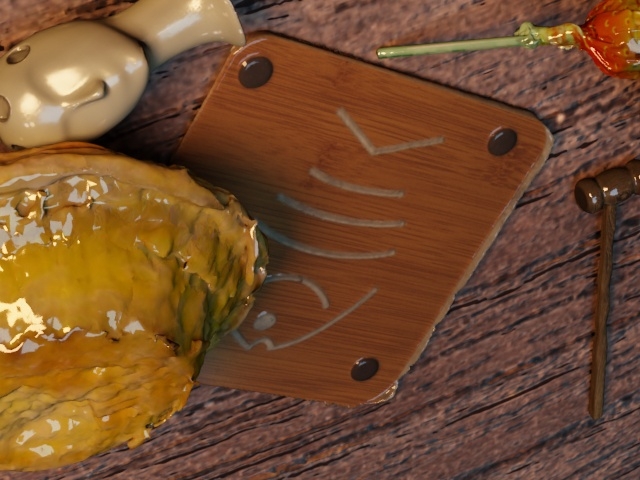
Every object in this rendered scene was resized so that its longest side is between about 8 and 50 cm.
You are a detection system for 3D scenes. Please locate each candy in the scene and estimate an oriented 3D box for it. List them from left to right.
[{"bbox_3d":[0.137,-0.131,1.002,0.201,0.060,0.060,-3,132,7],"label":"candy"}]

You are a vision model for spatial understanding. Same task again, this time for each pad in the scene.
[{"bbox_3d":[0.000,0.000,1.091,0.286,0.018,0.284,13,119,-35],"label":"pad"}]

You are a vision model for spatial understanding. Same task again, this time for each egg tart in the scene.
[{"bbox_3d":[-0.166,0.060,0.932,0.295,0.116,0.295,-15,150,-9],"label":"egg tart"}]

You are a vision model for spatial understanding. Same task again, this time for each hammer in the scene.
[{"bbox_3d":[0.238,0.053,1.263,0.058,0.029,0.292,-18,135,-12],"label":"hammer"}]

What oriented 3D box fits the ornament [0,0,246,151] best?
[{"bbox_3d":[-0.125,-0.106,0.889,0.156,0.081,0.075,-32,119,-7],"label":"ornament"}]
